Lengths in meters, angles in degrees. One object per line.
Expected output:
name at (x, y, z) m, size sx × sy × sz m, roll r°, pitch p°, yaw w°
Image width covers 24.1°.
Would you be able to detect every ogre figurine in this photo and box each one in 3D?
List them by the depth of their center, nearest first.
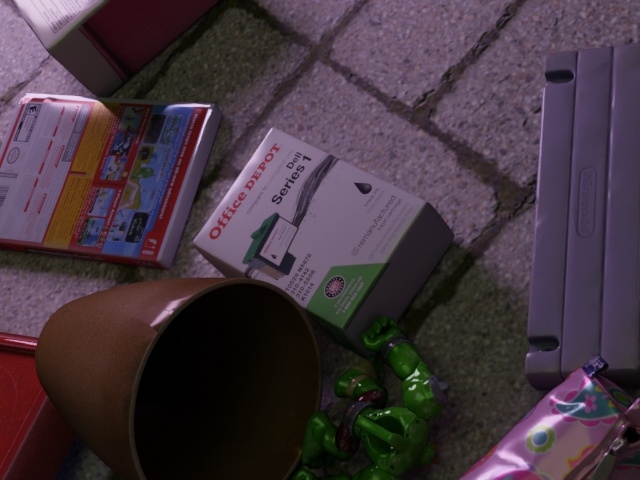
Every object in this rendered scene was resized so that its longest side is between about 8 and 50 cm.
ogre figurine at (0.050, 0.182, 1.432) m, size 0.197 × 0.097 × 0.118 m, roll -47°, pitch 42°, yaw -16°

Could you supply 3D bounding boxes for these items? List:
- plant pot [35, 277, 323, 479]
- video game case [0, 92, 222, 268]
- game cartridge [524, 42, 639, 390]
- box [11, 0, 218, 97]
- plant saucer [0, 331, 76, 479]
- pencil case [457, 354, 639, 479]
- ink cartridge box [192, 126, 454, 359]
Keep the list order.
plant pot at (-0.167, 0.135, 1.504) m, size 0.254 × 0.237 × 0.237 m, roll 12°, pitch 70°, yaw 47°
video game case at (-0.268, -0.075, 1.760) m, size 0.285 × 0.025 × 0.204 m, roll 6°, pitch 68°, yaw 29°
game cartridge at (0.320, -0.030, 1.431) m, size 0.230 × 0.068 × 0.355 m, roll -2°, pitch 64°, yaw 21°
box at (-0.239, -0.311, 1.804) m, size 0.232 × 0.127 × 0.148 m, roll -40°, pitch 55°, yaw 3°
plant saucer at (-0.385, 0.199, 1.632) m, size 0.258 × 0.047 × 0.259 m, roll 6°, pitch 55°, yaw 28°
pencil case at (0.182, 0.239, 1.321) m, size 0.284 × 0.124 × 0.124 m, roll -44°, pitch 55°, yaw 1°
ink cartridge box at (0.000, 0.000, 1.549) m, size 0.219 × 0.092 × 0.160 m, roll 27°, pitch 79°, yaw 33°
